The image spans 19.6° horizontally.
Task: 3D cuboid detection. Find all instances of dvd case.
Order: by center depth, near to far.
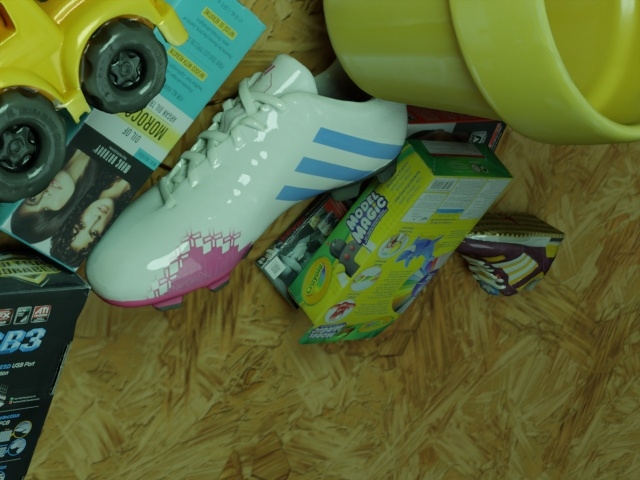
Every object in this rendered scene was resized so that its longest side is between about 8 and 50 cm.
[{"bbox_3d":[0.000,0.000,1.707,0.119,0.013,0.087,-47,144,-6],"label":"dvd case"}]

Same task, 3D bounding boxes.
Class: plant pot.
[{"bbox_3d":[0.142,-0.198,1.451,0.254,0.239,0.254,0,89,-48],"label":"plant pot"}]

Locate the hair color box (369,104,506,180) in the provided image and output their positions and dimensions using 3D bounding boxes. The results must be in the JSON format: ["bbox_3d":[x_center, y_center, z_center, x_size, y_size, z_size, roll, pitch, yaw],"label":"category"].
[{"bbox_3d":[0.103,-0.090,1.713,0.141,0.043,0.072,-6,127,-43],"label":"hair color box"}]

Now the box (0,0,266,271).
[{"bbox_3d":[-0.156,-0.101,1.411,0.244,0.060,0.100,-52,144,2],"label":"box"}]

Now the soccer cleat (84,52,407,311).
[{"bbox_3d":[-0.064,-0.069,1.509,0.331,0.116,0.143,-32,132,-32],"label":"soccer cleat"}]

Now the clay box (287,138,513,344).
[{"bbox_3d":[0.064,0.004,1.695,0.127,0.053,0.222,0,137,-50],"label":"clay box"}]

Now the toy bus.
[{"bbox_3d":[-0.229,-0.156,1.236,0.220,0.149,0.211,-39,127,-19],"label":"toy bus"}]

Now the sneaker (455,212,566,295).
[{"bbox_3d":[0.176,0.019,1.864,0.185,0.069,0.084,3,113,-47],"label":"sneaker"}]

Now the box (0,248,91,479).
[{"bbox_3d":[-0.347,0.148,1.415,0.295,0.073,0.293,-5,124,-44],"label":"box"}]
